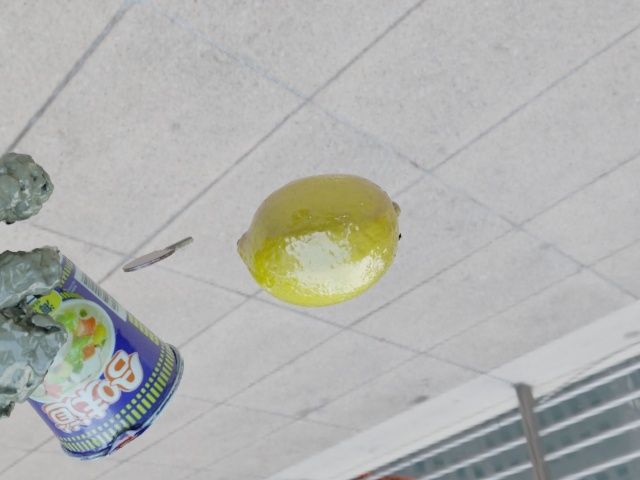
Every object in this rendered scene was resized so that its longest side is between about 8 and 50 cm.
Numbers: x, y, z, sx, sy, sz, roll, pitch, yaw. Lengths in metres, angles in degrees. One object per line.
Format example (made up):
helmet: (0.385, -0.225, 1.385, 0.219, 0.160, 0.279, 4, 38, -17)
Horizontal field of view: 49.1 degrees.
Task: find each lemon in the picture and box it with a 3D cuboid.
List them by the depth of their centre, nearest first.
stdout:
lemon: (0.005, -0.001, 1.206, 0.263, 0.235, 0.236, -27, 142, 25)

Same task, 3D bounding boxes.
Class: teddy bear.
teddy bear: (-0.525, 0.092, 1.016, 0.357, 0.367, 0.224, -21, -175, 4)

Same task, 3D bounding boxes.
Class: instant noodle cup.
instant noodle cup: (-0.444, 0.185, 1.240, 0.284, 0.284, 0.312, -23, 119, 19)

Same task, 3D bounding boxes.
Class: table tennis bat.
table tennis bat: (-0.439, 0.038, 1.909, 0.130, 0.019, 0.220, -5, -161, 46)
